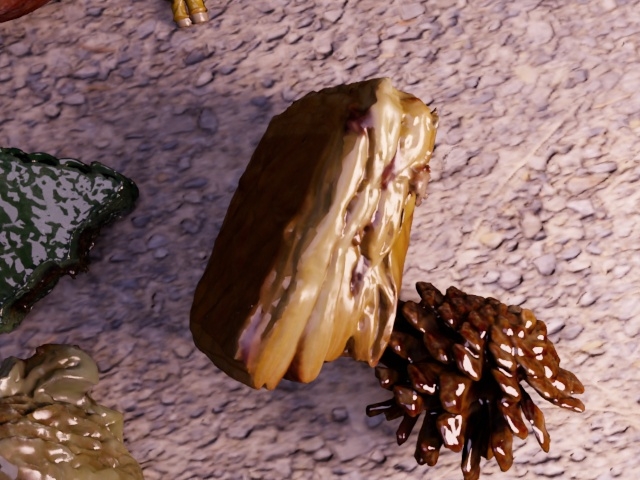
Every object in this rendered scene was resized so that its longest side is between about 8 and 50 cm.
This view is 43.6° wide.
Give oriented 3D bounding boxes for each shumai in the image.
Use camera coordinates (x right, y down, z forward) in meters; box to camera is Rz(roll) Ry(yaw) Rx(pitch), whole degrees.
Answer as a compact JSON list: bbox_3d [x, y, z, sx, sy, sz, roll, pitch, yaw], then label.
[{"bbox_3d":[-0.313,0.234,0.859,0.189,0.256,0.218,-29,53,13],"label":"shumai"}]

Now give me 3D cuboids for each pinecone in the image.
[{"bbox_3d":[0.153,0.149,0.859,0.229,0.202,0.201,38,86,17],"label":"pinecone"}]

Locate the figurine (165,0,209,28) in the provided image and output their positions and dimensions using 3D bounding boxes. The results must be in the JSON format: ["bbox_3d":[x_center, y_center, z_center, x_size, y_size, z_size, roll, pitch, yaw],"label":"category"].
[{"bbox_3d":[-0.175,-0.328,0.953,0.102,0.068,0.143,11,103,7],"label":"figurine"}]

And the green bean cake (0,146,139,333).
[{"bbox_3d":[-0.323,0.005,0.907,0.194,0.107,0.208,12,87,-3],"label":"green bean cake"}]

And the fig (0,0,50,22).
[{"bbox_3d":[-0.372,-0.356,0.882,0.263,0.224,0.223,-4,86,-13],"label":"fig"}]

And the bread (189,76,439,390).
[{"bbox_3d":[0.000,0.000,0.851,0.167,0.277,0.324,25,86,-22],"label":"bread"}]
